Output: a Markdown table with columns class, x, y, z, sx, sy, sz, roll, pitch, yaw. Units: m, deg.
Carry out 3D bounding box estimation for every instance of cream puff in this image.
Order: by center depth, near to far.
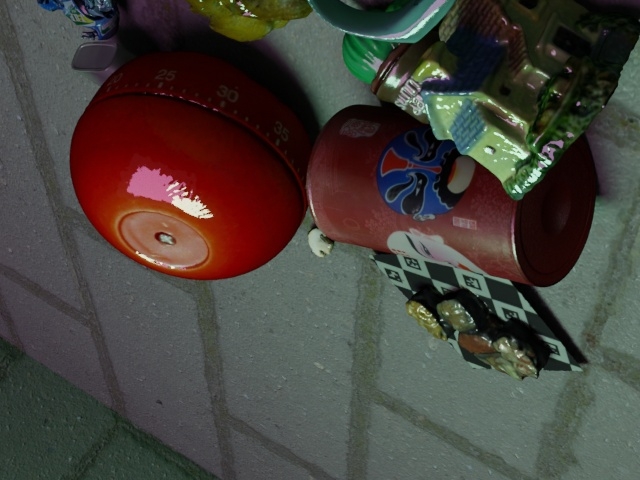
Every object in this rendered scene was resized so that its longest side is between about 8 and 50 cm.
| class | x | y | z | sx | sy | sz | roll | pitch | yaw |
| --- | --- | --- | --- | --- | --- | --- | --- | --- | --- |
| cream puff | -0.105 | -0.372 | 1.516 | 0.244 | 0.196 | 0.244 | 14 | 169 | 3 |

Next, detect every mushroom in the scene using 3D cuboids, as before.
| class | x | y | z | sx | sy | sz | roll | pitch | yaw |
| --- | --- | --- | --- | --- | --- | --- | --- | --- | --- |
| mushroom | 0.001 | 0.000 | 2.058 | 0.049 | 0.019 | 0.101 | 34 | 153 | 12 |

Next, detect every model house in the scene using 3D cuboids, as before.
| class | x | y | z | sx | sy | sz | roll | pitch | yaw |
| --- | --- | --- | --- | --- | --- | --- | --- | --- | --- |
| model house | 0.213 | -0.189 | 1.327 | 0.189 | 0.214 | 0.195 | 33 | 152 | -1 |

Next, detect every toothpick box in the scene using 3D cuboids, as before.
| class | x | y | z | sx | sy | sz | roll | pitch | yaw |
| --- | --- | --- | --- | --- | --- | --- | --- | --- | --- |
| toothpick box | 0.170 | -0.066 | 1.583 | 0.333 | 0.204 | 0.204 | 12 | 141 | 40 |

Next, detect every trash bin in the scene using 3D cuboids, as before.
| class | x | y | z | sx | sy | sz | roll | pitch | yaw |
| --- | --- | --- | --- | --- | --- | --- | --- | --- | --- |
| trash bin | -0.326 | -0.275 | 1.962 | 0.116 | 0.059 | 0.130 | 7 | 164 | 44 |

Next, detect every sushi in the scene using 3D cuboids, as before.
| class | x | y | z | sx | sy | sz | roll | pitch | yaw |
| --- | --- | --- | --- | --- | --- | --- | --- | --- | --- |
| sushi | 0.233 | 0.134 | 1.907 | 0.292 | 0.059 | 0.294 | 48 | 154 | -20 |

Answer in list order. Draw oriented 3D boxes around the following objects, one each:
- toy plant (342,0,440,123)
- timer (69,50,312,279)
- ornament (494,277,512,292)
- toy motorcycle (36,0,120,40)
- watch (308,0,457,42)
| class | x | y | z | sx | sy | sz | roll | pitch | yaw |
| --- | --- | --- | --- | --- | --- | --- | --- | --- | --- |
| toy plant | 0.098 | -0.245 | 1.527 | 0.200 | 0.105 | 0.143 | 48 | 138 | 13 |
| timer | -0.200 | -0.106 | 1.844 | 0.378 | 0.279 | 0.378 | 14 | 146 | 10 |
| ornament | 0.255 | 0.023 | 1.789 | 0.125 | 0.028 | 0.073 | 37 | 151 | 1 |
| toy motorcycle | -0.398 | -0.391 | 1.907 | 0.254 | 0.092 | 0.135 | 26 | 159 | 39 |
| watch | 0.084 | -0.336 | 1.389 | 0.195 | 0.068 | 0.237 | 37 | 134 | -13 |
